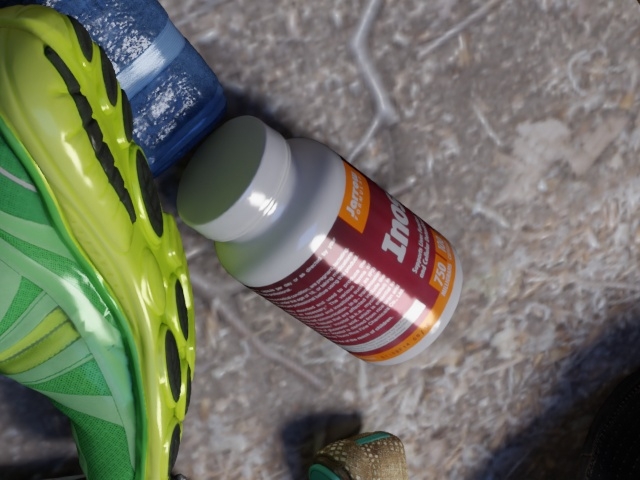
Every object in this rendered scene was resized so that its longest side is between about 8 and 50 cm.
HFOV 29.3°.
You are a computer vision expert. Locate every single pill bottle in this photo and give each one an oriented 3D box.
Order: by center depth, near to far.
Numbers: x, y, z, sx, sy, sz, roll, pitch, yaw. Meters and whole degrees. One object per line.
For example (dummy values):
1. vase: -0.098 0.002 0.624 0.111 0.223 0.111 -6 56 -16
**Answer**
1. pill bottle: 0.000 0.000 0.655 0.152 0.086 0.086 35 96 -36

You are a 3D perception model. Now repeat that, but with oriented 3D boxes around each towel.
1. towel: -0.098 -0.088 0.595 0.067 0.029 0.119 -41 125 -3

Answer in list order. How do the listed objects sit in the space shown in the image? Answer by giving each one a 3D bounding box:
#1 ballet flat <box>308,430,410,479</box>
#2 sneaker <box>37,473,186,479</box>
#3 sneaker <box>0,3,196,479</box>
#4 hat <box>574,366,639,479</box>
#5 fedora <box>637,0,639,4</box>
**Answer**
1. ballet flat: 0.041 0.209 0.797 0.067 0.073 0.206 -27 129 -30
2. sneaker: -0.142 0.179 0.688 0.237 0.085 0.086 12 135 -35
3. sneaker: -0.135 0.020 0.604 0.123 0.109 0.296 -5 127 9
4. hat: 0.332 0.203 0.785 0.331 0.331 0.134 -11 161 -22
5. fedora: 0.232 -0.161 0.673 0.194 0.194 0.079 -12 156 -21
